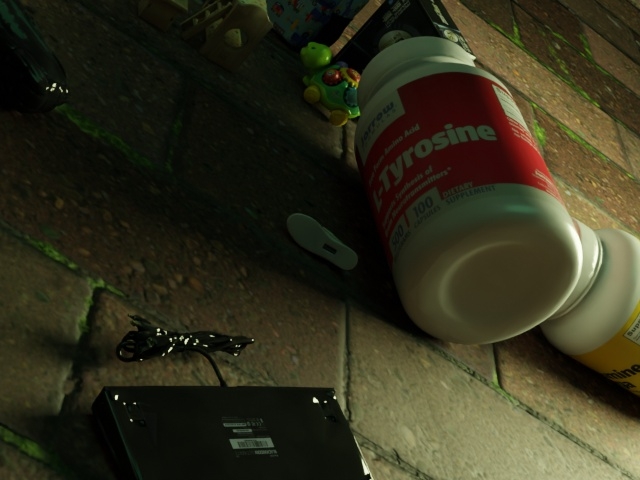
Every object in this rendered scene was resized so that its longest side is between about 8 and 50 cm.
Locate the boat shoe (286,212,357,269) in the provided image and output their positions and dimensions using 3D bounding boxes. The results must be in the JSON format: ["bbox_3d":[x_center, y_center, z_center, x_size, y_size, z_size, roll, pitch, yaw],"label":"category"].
[{"bbox_3d":[0.000,0.000,1.647,0.100,0.035,0.035,32,1,-14],"label":"boat shoe"}]

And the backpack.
[{"bbox_3d":[-0.004,-0.388,2.043,0.158,0.173,0.117,52,28,15],"label":"backpack"}]

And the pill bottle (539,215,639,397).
[{"bbox_3d":[0.425,0.101,1.905,0.334,0.188,0.188,30,30,-25],"label":"pill bottle"}]

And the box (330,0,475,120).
[{"bbox_3d":[0.118,-0.266,2.024,0.077,0.180,0.147,19,36,-42],"label":"box"}]

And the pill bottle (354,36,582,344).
[{"bbox_3d":[0.171,-0.081,1.776,0.229,0.229,0.408,25,31,-32],"label":"pill bottle"}]

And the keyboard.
[{"bbox_3d":[-0.087,0.162,1.289,0.317,0.033,0.201,9,49,-50],"label":"keyboard"}]

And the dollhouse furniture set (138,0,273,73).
[{"bbox_3d":[-0.156,-0.346,1.853,0.161,0.101,0.182,29,30,-27],"label":"dollhouse furniture set"}]

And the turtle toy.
[{"bbox_3d":[0.018,-0.225,1.955,0.130,0.066,0.095,42,26,-3],"label":"turtle toy"}]

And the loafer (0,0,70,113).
[{"bbox_3d":[-0.345,-0.227,1.458,0.223,0.076,0.078,54,23,10],"label":"loafer"}]
